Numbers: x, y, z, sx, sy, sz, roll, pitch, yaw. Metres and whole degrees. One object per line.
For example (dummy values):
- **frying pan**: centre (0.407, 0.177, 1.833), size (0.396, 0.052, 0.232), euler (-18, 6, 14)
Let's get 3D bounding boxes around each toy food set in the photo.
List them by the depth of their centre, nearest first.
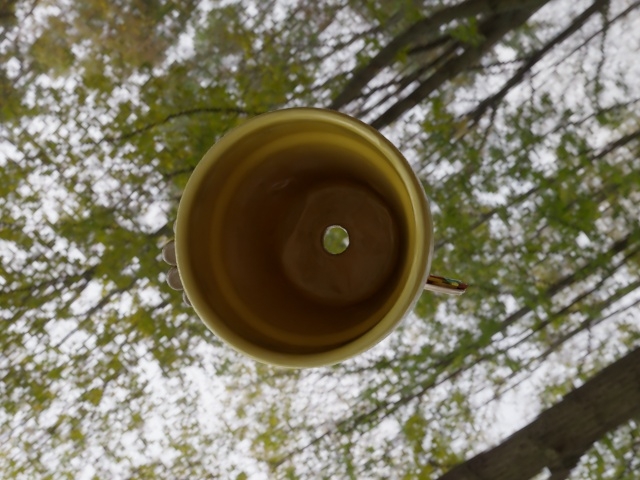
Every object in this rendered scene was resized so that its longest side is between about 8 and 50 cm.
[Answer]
- **toy food set**: centre (0.156, 0.056, 1.281), size (0.083, 0.020, 0.083), euler (12, -179, 10)

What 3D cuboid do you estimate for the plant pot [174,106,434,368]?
- **plant pot**: centre (0.000, 0.000, 1.030), size (0.254, 0.254, 0.239), euler (55, -172, 7)

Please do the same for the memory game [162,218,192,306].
- **memory game**: centre (-0.122, 0.014, 1.277), size (0.186, 0.186, 0.012), euler (28, -169, -37)
